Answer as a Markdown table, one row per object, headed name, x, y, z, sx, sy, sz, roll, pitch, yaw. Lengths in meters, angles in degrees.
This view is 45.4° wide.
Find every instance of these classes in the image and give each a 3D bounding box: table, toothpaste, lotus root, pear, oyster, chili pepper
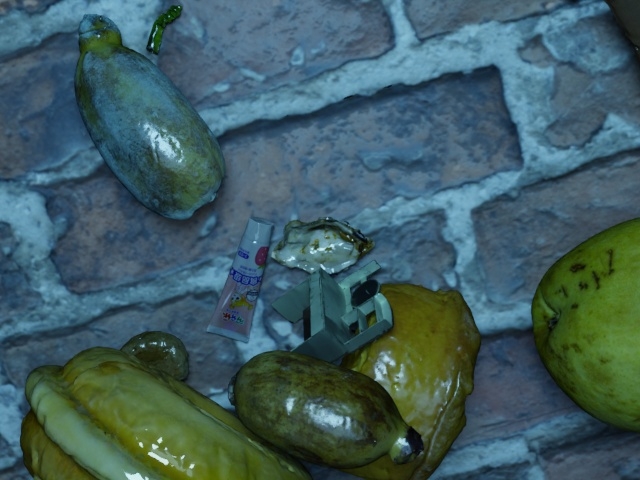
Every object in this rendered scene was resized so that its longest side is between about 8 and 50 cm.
| name | x | y | z | sx | sy | sz | roll | pitch | yaw |
| --- | --- | --- | --- | --- | --- | --- | --- | --- | --- |
| table | 0.011 | 0.105 | 1.100 | 0.175 | 0.146 | 0.062 | -36 | 118 | 18 |
| toothpaste | -0.118 | 0.060 | 1.171 | 0.067 | 0.043 | 0.194 | 16 | 104 | -5 |
| lotus root | -0.263 | -0.171 | 1.079 | 0.140 | 0.158 | 0.322 | -38 | 91 | -20 |
| pear | 0.444 | 0.118 | 1.054 | 0.304 | 0.304 | 0.304 | 0 | 98 | 1 |
| oyster | 0.007 | 0.004 | 1.152 | 0.148 | 0.051 | 0.103 | 14 | 124 | -7 |
| chili pepper | -0.232 | -0.315 | 1.128 | 0.027 | 0.022 | 0.083 | 38 | 99 | 29 |
| lotus root | 0.008 | 0.222 | 0.977 | 0.260 | 0.145 | 0.128 | 15 | 95 | 15 |

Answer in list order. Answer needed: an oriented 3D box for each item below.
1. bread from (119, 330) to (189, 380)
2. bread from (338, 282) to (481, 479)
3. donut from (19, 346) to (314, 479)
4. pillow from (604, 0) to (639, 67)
| name | x | y | z | sx | sy | sz | roll | pitch | yaw |
| --- | --- | --- | --- | --- | --- | --- | --- | --- | --- |
| bread | -0.258 | 0.178 | 1.177 | 0.113 | 0.060 | 0.082 | -5 | 98 | 0 |
| bread | 0.113 | 0.227 | 1.120 | 0.194 | 0.179 | 0.340 | 24 | 97 | -2 |
| donut | -0.193 | 0.300 | 1.005 | 0.449 | 0.449 | 0.198 | 35 | 81 | -4 |
| pillow | 0.570 | -0.287 | 1.049 | 0.305 | 0.108 | 0.308 | -28 | 116 | 7 |
